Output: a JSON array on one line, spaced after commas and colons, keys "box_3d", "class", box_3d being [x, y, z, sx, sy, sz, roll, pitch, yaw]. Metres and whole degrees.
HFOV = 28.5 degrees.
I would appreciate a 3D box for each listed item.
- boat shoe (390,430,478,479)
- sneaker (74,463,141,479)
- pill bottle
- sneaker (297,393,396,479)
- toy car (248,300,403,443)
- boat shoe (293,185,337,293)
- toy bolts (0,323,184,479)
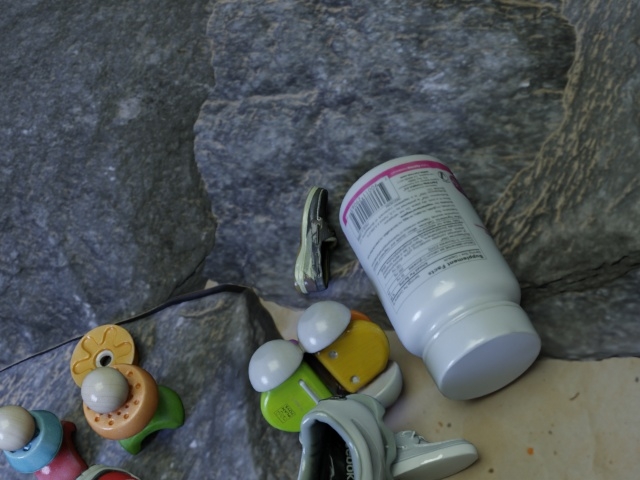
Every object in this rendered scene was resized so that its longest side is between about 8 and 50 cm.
[{"box_3d": [0.099, 0.262, 1.521, 0.184, 0.066, 0.063, -22, 57, 23], "class": "boat shoe"}, {"box_3d": [-0.303, 0.405, 1.572, 0.118, 0.107, 0.279, 18, 58, 19], "class": "sneaker"}, {"box_3d": [0.147, 0.044, 1.551, 0.160, 0.160, 0.283, -31, 56, 6], "class": "pill bottle"}, {"box_3d": [0.031, 0.340, 1.420, 0.123, 0.146, 0.330, -18, 77, 23], "class": "sneaker"}, {"box_3d": [0.000, 0.159, 1.581, 0.182, 0.159, 0.136, -39, 21, 1], "class": "toy car"}, {"box_3d": [0.000, 0.000, 1.709, 0.049, 0.056, 0.152, 2, 74, 19], "class": "boat shoe"}, {"box_3d": [-0.335, 0.208, 1.677, 0.228, 0.158, 0.218, -35, 55, 3], "class": "toy bolts"}]
